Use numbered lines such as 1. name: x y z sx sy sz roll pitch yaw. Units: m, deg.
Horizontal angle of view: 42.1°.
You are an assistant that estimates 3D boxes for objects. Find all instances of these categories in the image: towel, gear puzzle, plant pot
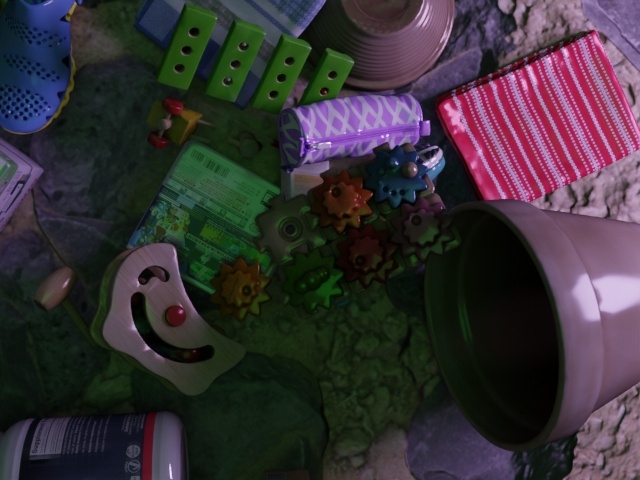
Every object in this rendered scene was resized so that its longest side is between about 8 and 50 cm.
1. towel: -0.106 -0.345 1.126 0.209 0.034 0.285 38 116 -5
2. gear puzzle: 0.000 0.000 1.095 0.339 0.044 0.175 -26 77 4
3. towel: 0.323 -0.171 1.223 0.275 0.031 0.199 -25 94 -4
4. plant pot: 0.335 0.089 1.117 0.280 0.323 0.323 -10 92 -22
5. plant pot: 0.079 -0.333 1.159 0.237 0.110 0.237 0 91 -6

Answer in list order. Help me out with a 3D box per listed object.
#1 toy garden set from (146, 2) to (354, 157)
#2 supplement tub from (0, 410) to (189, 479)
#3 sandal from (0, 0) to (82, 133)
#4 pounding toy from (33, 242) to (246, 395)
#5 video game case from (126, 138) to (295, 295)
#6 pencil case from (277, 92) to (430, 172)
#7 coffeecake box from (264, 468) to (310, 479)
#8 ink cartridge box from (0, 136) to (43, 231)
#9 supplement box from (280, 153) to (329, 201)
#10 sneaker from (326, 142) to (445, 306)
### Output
1. toy garden set: -0.109 -0.201 1.136 0.244 0.049 0.204 12 124 -29
2. supplement tub: -0.315 0.327 1.098 0.272 0.191 0.191 -3 91 -5
3. sandal: -0.380 -0.299 1.108 0.126 0.138 0.317 12 92 -7
4. pounding toy: -0.242 0.094 1.149 0.269 0.155 0.154 39 69 -21
5. video game case: -0.144 -0.020 1.190 0.201 0.023 0.183 30 88 -6
6. pencil case: 0.040 -0.153 1.142 0.206 0.088 0.086 -15 110 -25
7. coffeecake box: -0.045 0.428 1.147 0.068 0.142 0.185 0 91 -4
8. ink cartridge box: -0.454 -0.057 1.066 0.092 0.219 0.160 36 89 -8
9. supplement box: -0.022 -0.081 1.173 0.062 0.036 0.098 5 77 -26
10. sneaker: 0.078 -0.025 1.186 0.110 0.107 0.275 42 92 -24
